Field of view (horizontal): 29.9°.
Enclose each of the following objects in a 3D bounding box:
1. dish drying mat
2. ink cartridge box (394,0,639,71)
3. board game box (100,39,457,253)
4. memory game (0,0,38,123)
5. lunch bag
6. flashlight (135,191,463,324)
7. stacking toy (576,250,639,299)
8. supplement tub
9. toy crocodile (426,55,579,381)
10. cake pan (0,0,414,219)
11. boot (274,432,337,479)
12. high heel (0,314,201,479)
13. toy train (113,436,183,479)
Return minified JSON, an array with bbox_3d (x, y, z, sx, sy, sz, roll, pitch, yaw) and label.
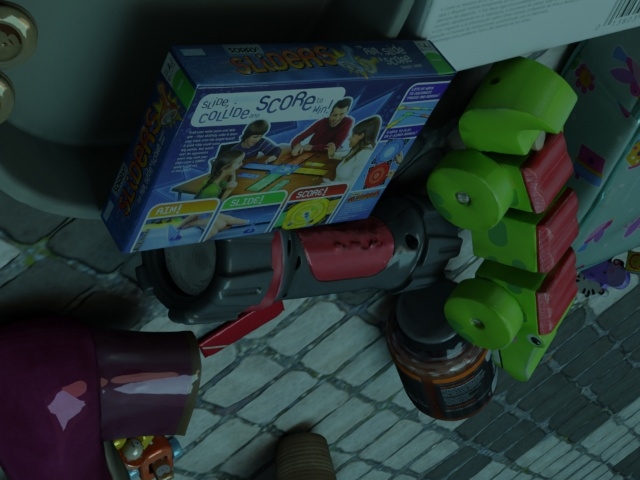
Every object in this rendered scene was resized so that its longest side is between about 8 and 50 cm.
[{"bbox_3d":[-0.069,0.076,1.053,0.083,0.008,0.032,-30,151,-9],"label":"dish drying mat"},{"bbox_3d":[0.179,-0.231,0.797,0.275,0.060,0.239,-17,146,-29],"label":"ink cartridge box"},{"bbox_3d":[-0.024,-0.061,0.744,0.201,0.035,0.136,-8,142,-40],"label":"board game box"},{"bbox_3d":[-0.222,-0.096,0.546,0.186,0.012,0.186,-9,136,-9],"label":"memory game"},{"bbox_3d":[0.299,-0.102,1.076,0.224,0.108,0.279,-15,146,-33],"label":"lunch bag"},{"bbox_3d":[0.000,0.000,0.926,0.103,0.103,0.304,0,-176,41],"label":"flashlight"},{"bbox_3d":[0.339,0.039,1.261,0.167,0.221,0.052,18,82,-57],"label":"stacking toy"},{"bbox_3d":[0.123,0.107,1.209,0.106,0.106,0.198,-33,153,-5],"label":"supplement tub"},{"bbox_3d":[0.165,-0.008,0.978,0.115,0.105,0.340,-48,142,-33],"label":"toy crocodile"},{"bbox_3d":[-0.073,-0.131,0.678,0.293,0.054,0.293,-27,151,-16],"label":"cake pan"},{"bbox_3d":[0.004,0.369,1.340,0.109,0.220,0.283,-6,146,-4],"label":"boot"},{"bbox_3d":[-0.223,0.211,0.946,0.181,0.127,0.377,3,120,-25],"label":"high heel"},{"bbox_3d":[-0.195,0.217,1.092,0.166,0.046,0.125,-21,149,-26],"label":"toy train"}]
